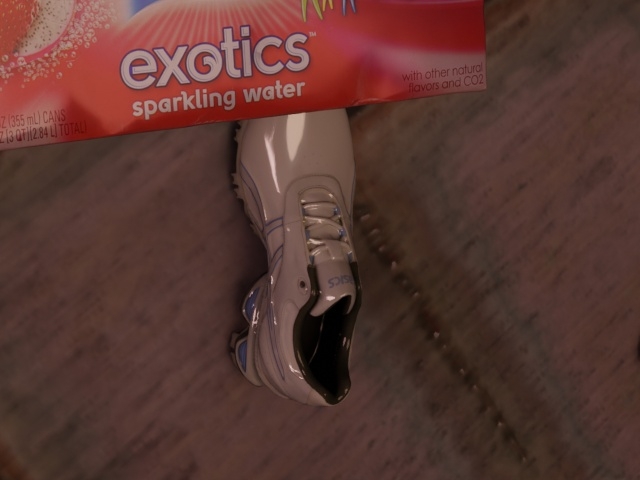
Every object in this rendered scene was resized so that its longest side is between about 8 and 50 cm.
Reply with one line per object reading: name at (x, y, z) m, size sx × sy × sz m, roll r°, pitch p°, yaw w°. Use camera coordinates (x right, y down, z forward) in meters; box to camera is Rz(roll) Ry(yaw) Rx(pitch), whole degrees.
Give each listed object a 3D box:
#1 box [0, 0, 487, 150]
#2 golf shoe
box at (-0.067, -0.117, 0.640) m, size 0.257 × 0.122 × 0.128 m, roll -9°, pitch 104°, yaw -23°
golf shoe at (0.000, 0.000, 0.757) m, size 0.069 × 0.086 × 0.176 m, roll -8°, pitch 108°, yaw -27°
